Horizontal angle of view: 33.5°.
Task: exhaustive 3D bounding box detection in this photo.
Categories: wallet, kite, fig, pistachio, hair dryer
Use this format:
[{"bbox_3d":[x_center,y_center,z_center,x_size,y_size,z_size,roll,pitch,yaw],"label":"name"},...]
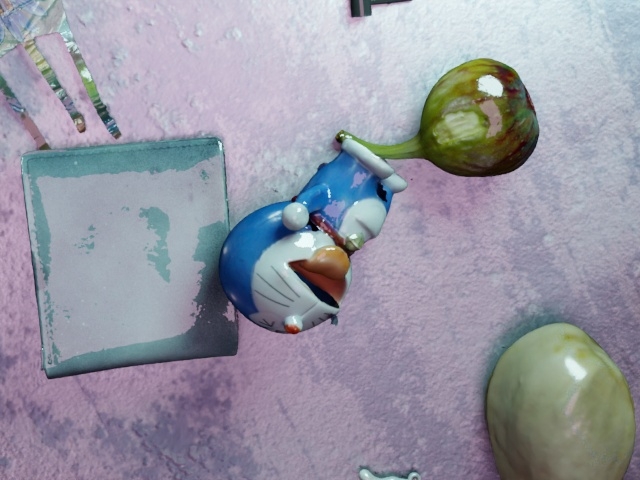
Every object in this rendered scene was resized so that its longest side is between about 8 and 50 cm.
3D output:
[{"bbox_3d":[-0.233,0.023,1.317,0.252,0.054,0.290,-7,103,-10],"label":"wallet"},{"bbox_3d":[-0.365,-0.237,1.271,0.169,0.015,0.309,-22,104,1],"label":"kite"},{"bbox_3d":[0.139,-0.133,1.297,0.245,0.149,0.149,-15,105,15],"label":"fig"},{"bbox_3d":[0.306,0.246,1.381,0.197,0.166,0.287,10,108,17],"label":"pistachio"},{"bbox_3d":[0.077,-0.298,1.295,0.083,0.026,0.047,-6,105,-8],"label":"hair dryer"}]

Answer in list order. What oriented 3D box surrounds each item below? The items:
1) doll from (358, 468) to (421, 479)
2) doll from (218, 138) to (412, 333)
[{"bbox_3d":[0.110,0.371,1.444,0.135,0.071,0.113,7,84,-14],"label":"doll"},{"bbox_3d":[0.000,0.000,1.274,0.257,0.161,0.215,-49,148,5],"label":"doll"}]
